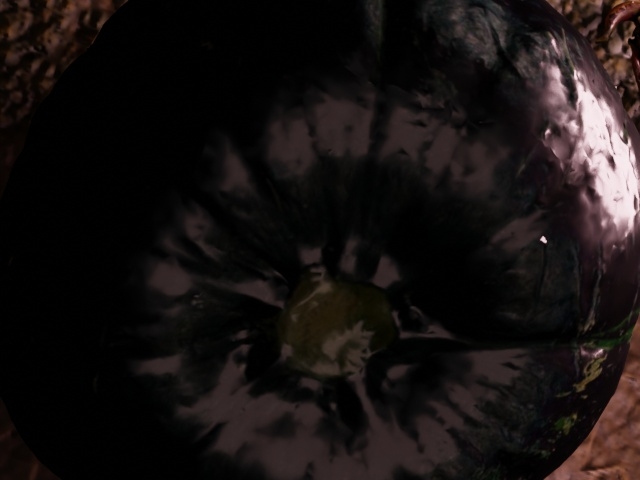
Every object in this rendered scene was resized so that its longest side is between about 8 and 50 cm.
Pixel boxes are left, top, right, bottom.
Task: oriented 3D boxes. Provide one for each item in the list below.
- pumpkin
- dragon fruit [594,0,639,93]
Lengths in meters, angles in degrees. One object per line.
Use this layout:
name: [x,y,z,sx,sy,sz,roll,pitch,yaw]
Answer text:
pumpkin: [0.000,0.000,0.909,0.315,0.238,0.315,0,102,1]
dragon fruit: [0.219,-0.050,1.054,0.190,0.094,0.094,39,86,2]
